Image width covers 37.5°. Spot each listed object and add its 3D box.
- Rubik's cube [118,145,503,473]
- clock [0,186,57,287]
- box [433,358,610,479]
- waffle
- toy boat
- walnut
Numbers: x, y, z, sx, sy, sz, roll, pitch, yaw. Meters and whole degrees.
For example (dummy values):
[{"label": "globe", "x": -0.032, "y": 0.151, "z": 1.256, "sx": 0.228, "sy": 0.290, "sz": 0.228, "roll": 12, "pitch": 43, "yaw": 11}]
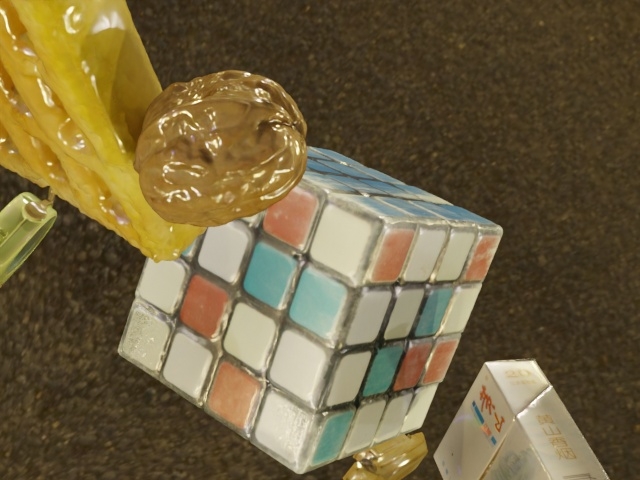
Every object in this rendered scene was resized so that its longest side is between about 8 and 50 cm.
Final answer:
[{"label": "Rubik's cube", "x": -0.008, "y": 0.050, "z": 0.973, "sx": 0.259, "sy": 0.256, "sz": 0.253, "roll": 4, "pitch": 110, "yaw": -56}, {"label": "clock", "x": -0.522, "y": -0.017, "z": 1.631, "sx": 0.069, "sy": 0.170, "sz": 0.232, "roll": 38, "pitch": 65, "yaw": -6}, {"label": "box", "x": 0.197, "y": 0.242, "z": 0.867, "sx": 0.067, "sy": 0.149, "sz": 0.233, "roll": 2, "pitch": 39, "yaw": -25}, {"label": "waffle", "x": -0.188, "y": -0.113, "z": 0.578, "sx": 0.248, "sy": 0.221, "sz": 0.055, "roll": 29, "pitch": 62, "yaw": 29}, {"label": "toy boat", "x": 0.097, "y": 0.332, "z": 1.451, "sx": 0.077, "sy": 0.057, "sz": 0.200, "roll": 43, "pitch": 25, "yaw": 21}, {"label": "walnut", "x": -0.055, "y": -0.049, "z": 0.503, "sx": 0.096, "sy": 0.082, "sz": 0.079, "roll": -11, "pitch": 59, "yaw": 12}]
